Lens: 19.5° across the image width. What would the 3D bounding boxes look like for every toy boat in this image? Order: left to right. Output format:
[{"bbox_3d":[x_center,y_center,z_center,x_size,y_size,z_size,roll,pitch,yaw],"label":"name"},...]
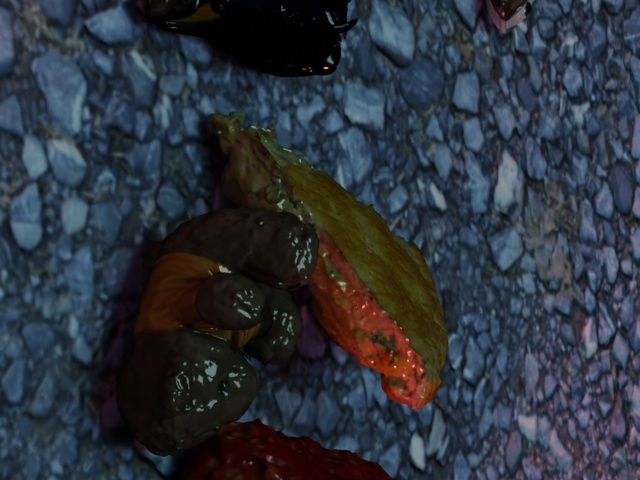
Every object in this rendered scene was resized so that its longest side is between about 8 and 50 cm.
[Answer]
[{"bbox_3d":[0.203,-0.270,1.914,0.066,0.059,0.140,74,29,-57],"label":"toy boat"}]

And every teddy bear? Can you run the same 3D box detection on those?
[{"bbox_3d":[-0.092,0.074,1.441,0.177,0.140,0.190,107,4,-61],"label":"teddy bear"}]

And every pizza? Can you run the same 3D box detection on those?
[{"bbox_3d":[0.000,0.000,1.579,0.287,0.075,0.280,47,15,-9],"label":"pizza"}]

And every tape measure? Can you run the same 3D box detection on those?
[{"bbox_3d":[-0.054,-0.244,1.543,0.199,0.112,0.186,20,68,-50],"label":"tape measure"}]

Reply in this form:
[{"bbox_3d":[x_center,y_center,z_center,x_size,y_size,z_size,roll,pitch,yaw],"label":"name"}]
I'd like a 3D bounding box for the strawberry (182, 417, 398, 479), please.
[{"bbox_3d":[0.019,0.282,1.532,0.336,0.149,0.265,51,50,-33],"label":"strawberry"}]
